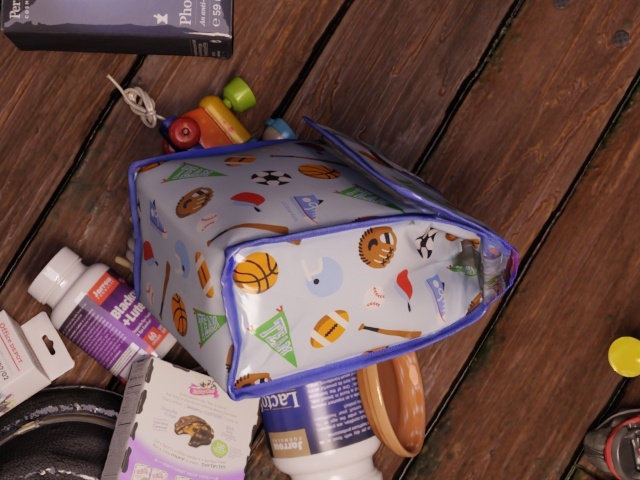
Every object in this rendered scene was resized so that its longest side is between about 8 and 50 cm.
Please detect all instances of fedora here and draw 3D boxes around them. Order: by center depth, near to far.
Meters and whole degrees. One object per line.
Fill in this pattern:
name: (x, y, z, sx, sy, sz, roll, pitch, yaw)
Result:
fedora: (-0.341, 0.347, 1.829, 0.334, 0.152, 0.334, 0, 92, -3)

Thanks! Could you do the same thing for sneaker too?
sneaker: (0.475, 0.264, 1.926, 0.276, 0.135, 0.097, -9, 91, -28)

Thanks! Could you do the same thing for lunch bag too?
lunch bag: (0.000, 0.000, 1.717, 0.385, 0.328, 0.239, -10, 116, -24)

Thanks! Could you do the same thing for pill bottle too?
pill bottle: (-0.003, 0.220, 1.860, 0.153, 0.153, 0.264, -14, 90, -4)
pill bottle: (-0.286, 0.098, 1.862, 0.193, 0.108, 0.108, 39, 87, -3)

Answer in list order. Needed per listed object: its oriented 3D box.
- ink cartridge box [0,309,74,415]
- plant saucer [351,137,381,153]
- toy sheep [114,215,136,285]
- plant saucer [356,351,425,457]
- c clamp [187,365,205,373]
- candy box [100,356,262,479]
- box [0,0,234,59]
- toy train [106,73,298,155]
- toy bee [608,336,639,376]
ink cartridge box: (-0.429, 0.167, 1.853, 0.181, 0.061, 0.104, -34, 61, -4)
plant saucer: (0.040, -0.081, 1.931, 0.119, 0.021, 0.119, 0, 90, -5)
toy sheep: (-0.218, 0.009, 1.880, 0.091, 0.091, 0.132, 19, 107, -4)
plant saucer: (0.090, 0.187, 1.855, 0.037, 0.200, 0.200, -12, 91, 19)
c clamp: (-0.175, 0.198, 1.915, 0.161, 0.022, 0.137, -24, 98, -4)
candy box: (-0.177, 0.264, 1.777, 0.165, 0.070, 0.196, 22, 69, -24)
box: (-0.256, -0.396, 1.832, 0.294, 0.183, 0.296, 1, 89, -3)
toy train: (-0.150, -0.169, 1.883, 0.143, 0.105, 0.248, -41, 93, -14)
toy bee: (0.470, 0.171, 1.831, 0.195, 0.298, 0.162, 12, 94, 17)
